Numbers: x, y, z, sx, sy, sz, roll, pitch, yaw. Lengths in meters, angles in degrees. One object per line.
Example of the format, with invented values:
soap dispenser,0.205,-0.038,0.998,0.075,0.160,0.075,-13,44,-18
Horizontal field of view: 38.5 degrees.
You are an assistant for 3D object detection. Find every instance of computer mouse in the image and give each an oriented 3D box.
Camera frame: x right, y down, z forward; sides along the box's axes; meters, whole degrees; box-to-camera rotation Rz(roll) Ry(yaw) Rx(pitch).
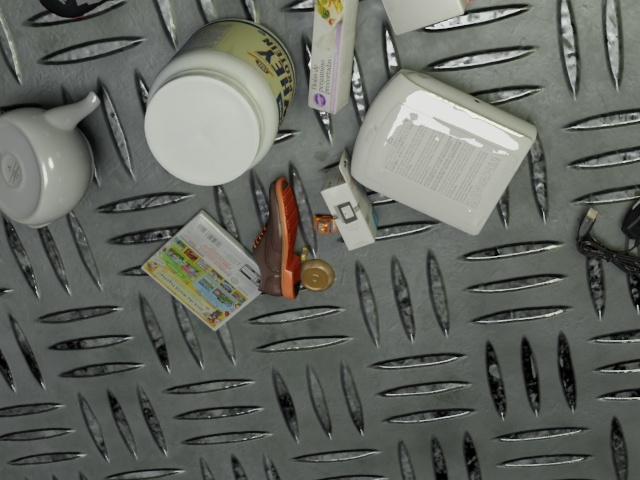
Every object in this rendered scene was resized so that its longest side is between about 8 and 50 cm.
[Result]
computer mouse,0.626,-0.054,1.829,0.184,0.060,0.262,18,130,-7

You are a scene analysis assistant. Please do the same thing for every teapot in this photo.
teapot,-0.552,-0.154,1.872,0.256,0.187,0.252,-6,100,40

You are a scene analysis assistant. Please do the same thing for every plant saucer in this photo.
plant saucer,-0.011,0.080,2.009,0.083,0.015,0.083,3,118,6

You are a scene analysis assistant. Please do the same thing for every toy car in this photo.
toy car,0.000,0.000,1.950,0.060,0.040,0.122,19,118,-2

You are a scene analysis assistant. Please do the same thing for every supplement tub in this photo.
supplement tub,-0.180,-0.256,1.677,0.235,0.325,0.235,3,119,6

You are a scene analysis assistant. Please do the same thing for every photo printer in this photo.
photo printer,0.225,-0.176,1.788,0.307,0.107,0.256,23,118,-4

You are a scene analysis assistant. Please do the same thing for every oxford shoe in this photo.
oxford shoe,-0.101,-0.002,1.929,0.098,0.097,0.271,4,111,13

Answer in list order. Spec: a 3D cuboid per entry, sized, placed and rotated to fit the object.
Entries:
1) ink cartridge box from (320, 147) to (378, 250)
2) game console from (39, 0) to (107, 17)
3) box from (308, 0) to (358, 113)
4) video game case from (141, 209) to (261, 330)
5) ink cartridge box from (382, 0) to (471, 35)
ink cartridge box,0.054,-0.085,1.862,0.060,0.104,0.180,-19,113,18
game console,-0.450,-0.635,1.665,0.342,0.060,0.386,-24,113,19
box,0.026,-0.393,1.691,0.063,0.067,0.324,21,130,21
video game case,-0.248,0.070,2.031,0.227,0.026,0.206,43,115,-16
ink cartridge box,0.201,-0.539,1.598,0.261,0.066,0.296,-14,116,27
